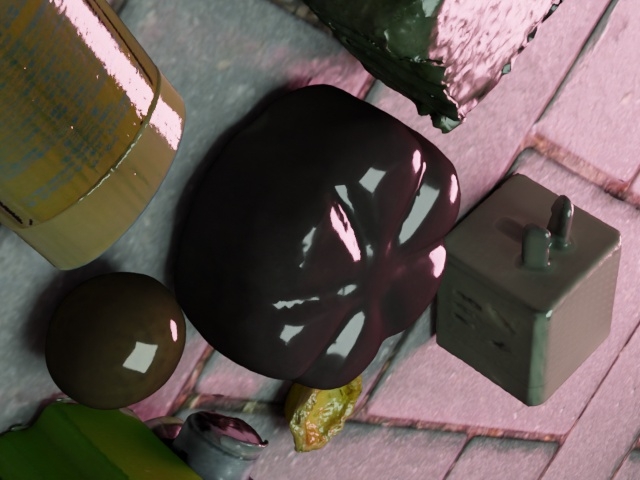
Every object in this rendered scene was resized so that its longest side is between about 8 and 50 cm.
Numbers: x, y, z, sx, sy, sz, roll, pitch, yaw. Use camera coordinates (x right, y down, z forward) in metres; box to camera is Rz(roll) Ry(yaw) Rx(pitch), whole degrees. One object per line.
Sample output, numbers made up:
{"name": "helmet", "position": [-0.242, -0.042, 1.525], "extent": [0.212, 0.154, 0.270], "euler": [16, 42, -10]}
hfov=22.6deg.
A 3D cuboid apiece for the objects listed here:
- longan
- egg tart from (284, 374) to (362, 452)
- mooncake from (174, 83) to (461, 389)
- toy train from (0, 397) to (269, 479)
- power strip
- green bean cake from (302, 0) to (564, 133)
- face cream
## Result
{"name": "longan", "position": [-0.144, 0.071, 1.125], "extent": [0.113, 0.092, 0.113], "euler": [-51, 177, -3]}
{"name": "egg tart", "position": [-0.001, 0.149, 1.489], "extent": [0.105, 0.039, 0.105], "euler": [-38, 148, -29]}
{"name": "mooncake", "position": [0.000, 0.000, 1.240], "extent": [0.245, 0.133, 0.245], "euler": [-31, 137, -33]}
{"name": "toy train", "position": [-0.170, 0.262, 1.223], "extent": [0.249, 0.173, 0.307], "euler": [11, 112, -51]}
{"name": "power strip", "position": [0.204, 0.032, 1.581], "extent": [0.139, 0.140, 0.224], "euler": [-40, 148, -25]}
{"name": "green bean cake", "position": [0.101, -0.206, 1.172], "extent": [0.223, 0.125, 0.227], "euler": [-58, 154, 0]}
{"name": "face cream", "position": [-0.169, -0.086, 0.934], "extent": [0.139, 0.067, 0.285], "euler": [-48, 151, -6]}
